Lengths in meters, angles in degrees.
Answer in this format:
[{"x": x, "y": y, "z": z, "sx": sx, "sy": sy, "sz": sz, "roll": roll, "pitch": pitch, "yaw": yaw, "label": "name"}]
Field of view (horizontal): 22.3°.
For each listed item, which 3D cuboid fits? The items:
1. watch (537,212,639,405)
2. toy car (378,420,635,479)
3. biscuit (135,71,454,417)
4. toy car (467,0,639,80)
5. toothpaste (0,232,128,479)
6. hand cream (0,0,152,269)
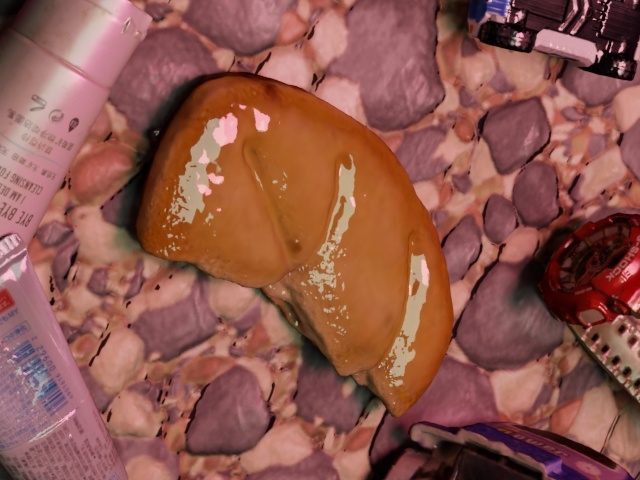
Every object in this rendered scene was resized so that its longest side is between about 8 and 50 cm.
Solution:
[{"x": 0.280, "y": 0.095, "z": 1.243, "sx": 0.268, "sy": 0.165, "sz": 0.102, "roll": 45, "pitch": 75, "yaw": -14, "label": "watch"}, {"x": 0.142, "y": 0.250, "z": 1.208, "sx": 0.158, "sy": 0.172, "sz": 0.235, "roll": -8, "pitch": 113, "yaw": -50, "label": "toy car"}, {"x": 0.003, "y": -0.003, "z": 1.099, "sx": 0.299, "sy": 0.045, "sz": 0.154, "roll": 37, "pitch": 80, "yaw": -38, "label": "biscuit"}, {"x": 0.176, "y": -0.165, "z": 1.160, "sx": 0.171, "sy": 0.070, "sz": 0.080, "roll": 9, "pitch": 98, "yaw": -36, "label": "toy car"}, {"x": -0.169, "y": 0.106, "z": 0.978, "sx": 0.089, "sy": 0.057, "sz": 0.234, "roll": -38, "pitch": 131, "yaw": -19, "label": "toothpaste"}, {"x": -0.204, "y": -0.012, "z": 0.942, "sx": 0.111, "sy": 0.070, "sz": 0.312, "roll": 32, "pitch": 92, "yaw": -40, "label": "hand cream"}]
